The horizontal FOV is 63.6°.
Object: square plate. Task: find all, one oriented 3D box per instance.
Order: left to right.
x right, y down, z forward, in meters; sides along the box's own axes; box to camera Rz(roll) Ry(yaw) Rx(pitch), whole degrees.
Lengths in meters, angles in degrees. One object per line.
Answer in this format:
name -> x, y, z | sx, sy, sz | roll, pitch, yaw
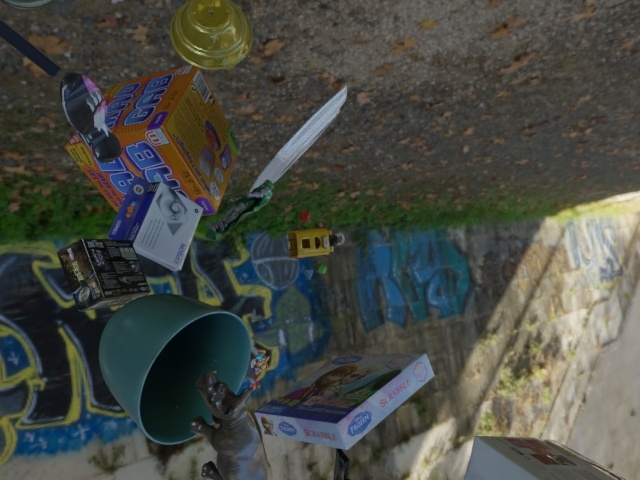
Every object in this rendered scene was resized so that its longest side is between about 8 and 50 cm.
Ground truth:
square plate -> -0.068, -0.307, 1.658 | 0.347, 0.049, 0.344 | -49, -173, -25

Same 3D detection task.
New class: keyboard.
keyboard -> 0.060, 0.602, 1.234 | 0.038, 0.192, 0.100 | 1, -170, -17

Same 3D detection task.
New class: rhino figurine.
rhino figurine -> -0.123, 0.272, 0.723 | 0.106, 0.244, 0.073 | 14, -147, 34

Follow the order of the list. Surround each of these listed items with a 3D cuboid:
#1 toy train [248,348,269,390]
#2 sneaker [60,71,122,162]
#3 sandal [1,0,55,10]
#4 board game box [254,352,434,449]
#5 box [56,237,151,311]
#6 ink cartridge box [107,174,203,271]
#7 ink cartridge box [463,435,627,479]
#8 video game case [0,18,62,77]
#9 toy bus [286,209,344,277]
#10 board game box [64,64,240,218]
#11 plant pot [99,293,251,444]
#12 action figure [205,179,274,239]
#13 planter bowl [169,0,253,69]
toy train -> -0.227, 0.482, 1.919 | 0.046, 0.166, 0.125 | 16, -141, 7
sneaker -> -0.425, -0.220, 0.925 | 0.072, 0.077, 0.178 | -38, 150, -30
sandal -> -0.605, -0.634, 1.177 | 0.302, 0.120, 0.086 | -41, -177, -20
board game box -> 0.055, 0.370, 1.246 | 0.317, 0.066, 0.318 | -23, -175, -41
box -> -0.503, 0.077, 1.213 | 0.077, 0.148, 0.180 | -25, 173, 13
ink cartridge box -> -0.473, -0.054, 1.510 | 0.224, 0.224, 0.045 | 32, 147, -33
ink cartridge box -> 0.504, 0.532, 1.055 | 0.271, 0.130, 0.309 | 12, -177, -27
video game case -> -0.827, -0.548, 1.389 | 0.275, 0.035, 0.248 | 41, 177, -31
toy bus -> -0.010, 0.006, 1.684 | 0.191, 0.202, 0.104 | 42, 161, -19
board game box -> -0.536, -0.313, 1.741 | 0.356, 0.356, 0.357 | -7, 135, 18
plant pot -> -0.337, 0.248, 1.130 | 0.235, 0.293, 0.293 | 22, -167, 34
action figure -> -0.195, -0.094, 1.342 | 0.137, 0.064, 0.232 | -12, -155, 42
planter bowl -> -0.280, -0.559, 1.329 | 0.217, 0.217, 0.090 | -7, 169, -12
